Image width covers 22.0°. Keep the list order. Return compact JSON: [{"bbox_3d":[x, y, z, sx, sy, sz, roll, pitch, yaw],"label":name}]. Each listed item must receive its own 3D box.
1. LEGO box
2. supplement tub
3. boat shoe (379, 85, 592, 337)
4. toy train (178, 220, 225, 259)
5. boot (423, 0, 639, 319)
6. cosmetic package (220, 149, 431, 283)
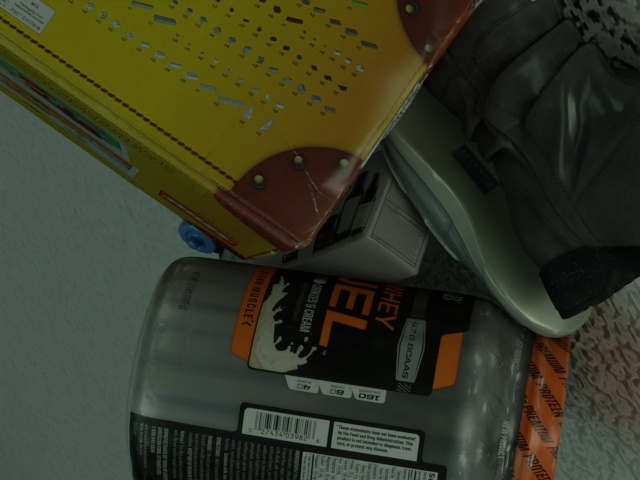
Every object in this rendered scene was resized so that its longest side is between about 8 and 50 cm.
[{"bbox_3d":[-0.179,-0.202,1.089,0.500,0.193,0.372,35,175,-6],"label":"LEGO box"},{"bbox_3d":[0.024,0.125,1.257,0.316,0.193,0.193,8,140,6],"label":"supplement tub"},{"bbox_3d":[0.122,-0.022,1.238,0.227,0.079,0.081,54,165,8],"label":"boat shoe"},{"bbox_3d":[-0.078,-0.036,1.526,0.105,0.080,0.184,24,150,16],"label":"toy train"},{"bbox_3d":[0.177,-0.090,1.021,0.223,0.118,0.338,59,150,4],"label":"boot"},{"bbox_3d":[0.000,0.000,1.362,0.060,0.099,0.239,37,147,-22],"label":"cosmetic package"}]
